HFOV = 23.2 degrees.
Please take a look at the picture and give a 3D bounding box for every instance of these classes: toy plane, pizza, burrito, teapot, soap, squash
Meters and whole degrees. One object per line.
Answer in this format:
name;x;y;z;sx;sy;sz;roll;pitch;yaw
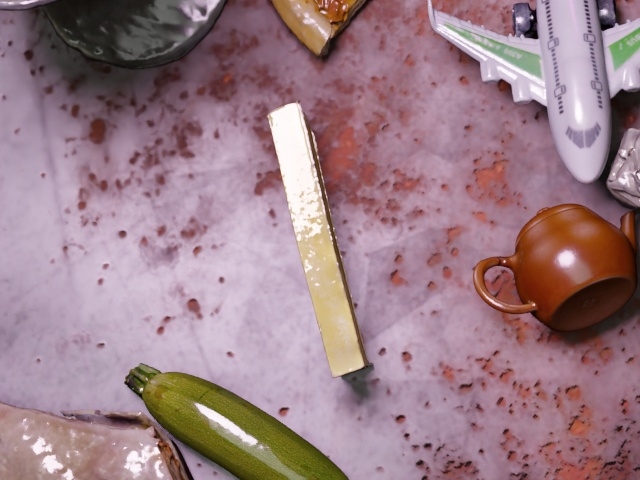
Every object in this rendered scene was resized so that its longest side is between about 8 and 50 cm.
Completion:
toy plane;0.228;-0.171;1.407;0.251;0.101;0.255;-6;78;6
pizza;-0.004;-0.308;1.473;0.134;0.056;0.271;3;86;15
burrito;-0.215;0.236;1.434;0.347;0.107;0.175;12;100;10
teapot;0.217;0.016;1.399;0.173;0.116;0.116;-17;83;-12
soap;-0.001;0.000;1.429;0.037;0.092;0.252;-15;84;3
squash;-0.074;0.183;1.435;0.252;0.066;0.066;31;89;8

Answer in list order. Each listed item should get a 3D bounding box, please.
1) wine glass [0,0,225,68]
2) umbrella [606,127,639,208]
wine glass;-0.206;-0.283;1.320;0.267;0.406;0.267;0;85;5
umbrella;0.413;-0.026;1.317;0.357;0.106;0.113;19;68;37
